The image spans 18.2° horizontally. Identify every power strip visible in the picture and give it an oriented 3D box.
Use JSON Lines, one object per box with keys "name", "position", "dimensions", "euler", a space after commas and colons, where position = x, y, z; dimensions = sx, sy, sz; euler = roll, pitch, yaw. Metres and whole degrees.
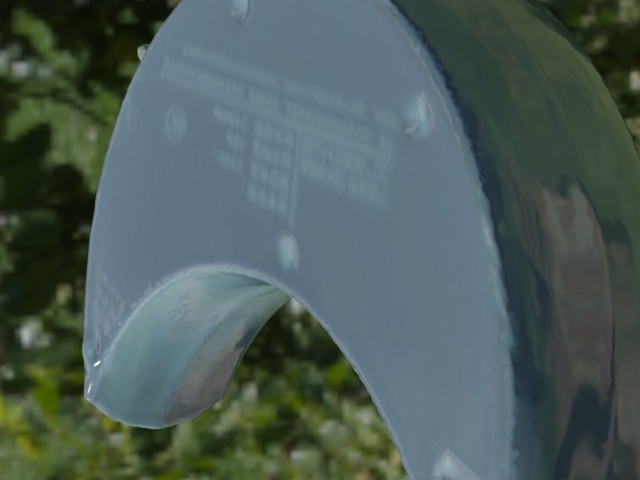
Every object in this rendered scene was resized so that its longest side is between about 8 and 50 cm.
{"name": "power strip", "position": [0.000, 0.000, 0.438], "dimensions": [0.216, 0.044, 0.137], "euler": [28, 114, 56]}
